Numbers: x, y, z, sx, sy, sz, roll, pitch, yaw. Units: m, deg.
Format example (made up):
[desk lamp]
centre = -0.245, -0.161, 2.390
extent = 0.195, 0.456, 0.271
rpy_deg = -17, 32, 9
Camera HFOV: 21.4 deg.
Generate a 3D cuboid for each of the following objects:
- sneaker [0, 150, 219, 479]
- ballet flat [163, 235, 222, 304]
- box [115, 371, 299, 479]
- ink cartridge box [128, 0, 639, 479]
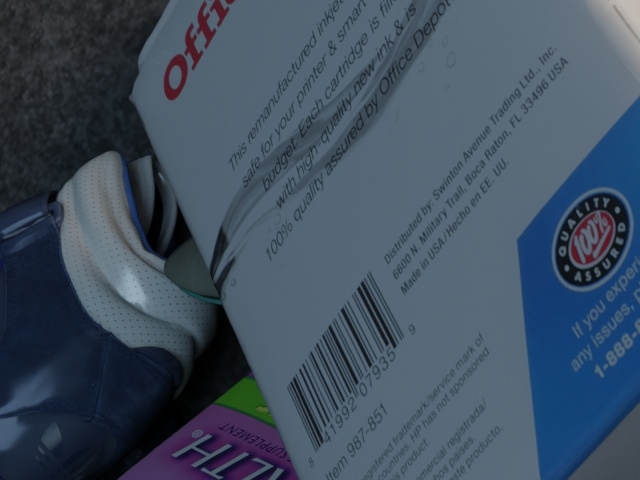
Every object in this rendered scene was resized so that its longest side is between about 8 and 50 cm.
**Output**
[sneaker]
centre = -0.194, 0.032, 1.032
extent = 0.236, 0.130, 0.323
rpy_deg = -46, 43, -14
[ballet flat]
centre = 0.000, 0.000, 0.859
extent = 0.213, 0.072, 0.068
rpy_deg = 10, 126, 39
[box]
centre = 0.037, 0.143, 0.794
extent = 0.243, 0.117, 0.213
rpy_deg = -38, 37, -28
[ink cartridge box]
centre = 0.067, -0.029, 0.656
extent = 0.223, 0.129, 0.307
rpy_deg = -55, 45, 32
